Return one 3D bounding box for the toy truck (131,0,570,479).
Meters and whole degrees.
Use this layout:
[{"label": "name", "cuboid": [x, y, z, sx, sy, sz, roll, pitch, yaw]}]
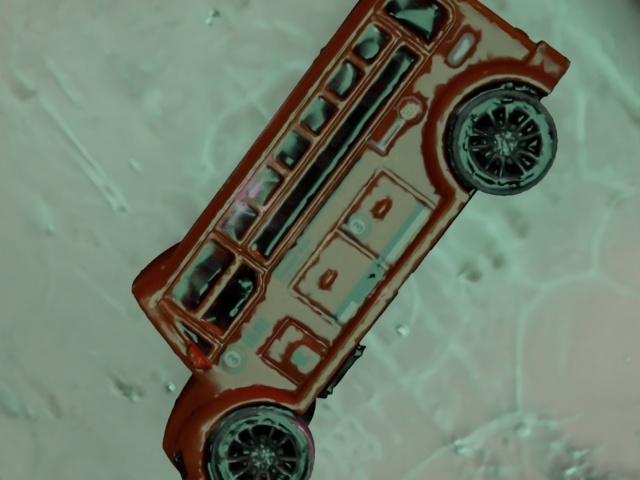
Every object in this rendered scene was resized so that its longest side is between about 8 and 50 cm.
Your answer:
[{"label": "toy truck", "cuboid": [0.000, 0.000, 0.459, 0.114, 0.107, 0.252, 38, 95, -3]}]
